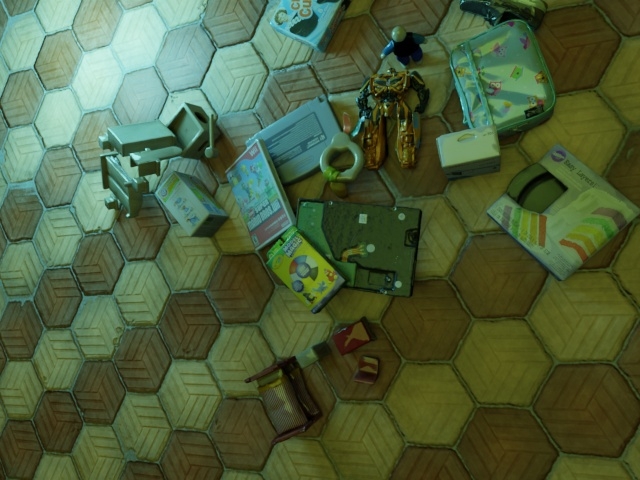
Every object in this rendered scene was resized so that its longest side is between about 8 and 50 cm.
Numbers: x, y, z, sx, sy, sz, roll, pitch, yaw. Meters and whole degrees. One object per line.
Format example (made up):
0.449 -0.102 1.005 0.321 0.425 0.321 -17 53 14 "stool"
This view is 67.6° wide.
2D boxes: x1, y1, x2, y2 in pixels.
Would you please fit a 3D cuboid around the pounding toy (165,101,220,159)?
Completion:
-0.377 -0.340 1.539 0.181 0.094 0.206 -42 75 23 "pounding toy"

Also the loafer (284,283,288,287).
-0.035 0.133 1.419 0.170 0.061 0.062 4 90 21 "loafer"

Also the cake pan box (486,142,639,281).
0.595 -0.074 1.197 0.246 0.070 0.267 -45 74 11 "cake pan box"

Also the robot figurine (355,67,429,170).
0.198 -0.346 1.343 0.211 0.085 0.290 -1 87 19 "robot figurine"

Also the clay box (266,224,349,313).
-0.045 0.073 1.279 0.222 0.053 0.127 44 101 14 "clay box"

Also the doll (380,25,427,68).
0.225 -0.517 1.285 0.129 0.189 0.046 -11 84 19 "doll"

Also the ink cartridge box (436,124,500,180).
0.380 -0.218 1.214 0.140 0.191 0.082 -10 84 20 "ink cartridge box"

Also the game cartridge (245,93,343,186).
-0.071 -0.286 1.457 0.297 0.062 0.198 -26 83 17 "game cartridge"

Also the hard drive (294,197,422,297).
0.092 0.016 1.296 0.339 0.064 0.236 6 90 18 "hard drive"

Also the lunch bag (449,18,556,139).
0.463 -0.402 1.236 0.224 0.108 0.279 -18 82 18 "lunch bag"

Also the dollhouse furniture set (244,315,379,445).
0.000 0.392 1.347 0.374 0.152 0.201 -31 78 16 "dollhouse furniture set"

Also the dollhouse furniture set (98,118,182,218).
-0.575 -0.194 1.570 0.303 0.174 0.355 43 137 29 "dollhouse furniture set"

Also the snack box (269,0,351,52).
0.003 -0.757 1.444 0.187 0.060 0.321 32 99 19 "snack box"

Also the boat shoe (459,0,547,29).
0.472 -0.603 1.257 0.224 0.080 0.073 16 88 15 "boat shoe"

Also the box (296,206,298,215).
0.000 0.000 1.403 0.147 0.077 0.180 8 91 19 "box"

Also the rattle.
0.079 -0.242 1.375 0.130 0.143 0.199 -5 68 29 "rattle"

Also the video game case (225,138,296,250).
-0.187 -0.135 1.461 0.204 0.025 0.285 -32 76 43 "video game case"

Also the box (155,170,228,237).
-0.414 -0.116 1.540 0.103 0.114 0.203 -47 74 14 "box"
